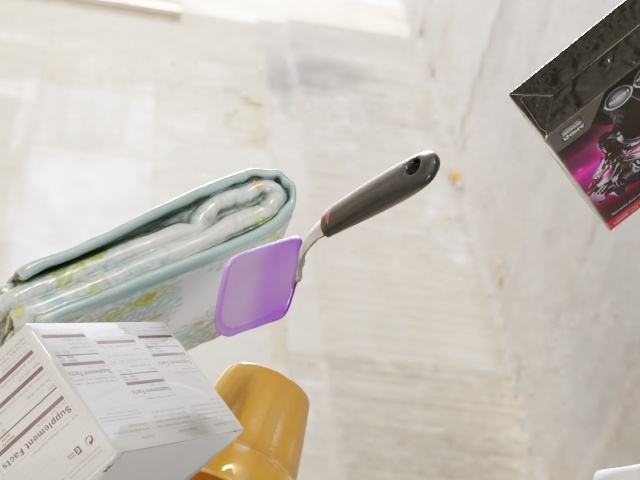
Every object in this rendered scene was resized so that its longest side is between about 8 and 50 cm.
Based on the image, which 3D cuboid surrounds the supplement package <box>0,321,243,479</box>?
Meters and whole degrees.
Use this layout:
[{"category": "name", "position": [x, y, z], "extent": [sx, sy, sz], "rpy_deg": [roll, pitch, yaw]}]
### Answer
[{"category": "supplement package", "position": [-0.233, 0.194, 1.397], "extent": [0.204, 0.145, 0.262], "rpy_deg": [-42, -17, 14]}]

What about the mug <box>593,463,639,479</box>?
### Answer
[{"category": "mug", "position": [0.500, 0.262, 1.755], "extent": [0.374, 0.328, 0.276], "rpy_deg": [-19, 77, 38]}]

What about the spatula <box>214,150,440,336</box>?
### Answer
[{"category": "spatula", "position": [0.000, 0.000, 1.150], "extent": [0.296, 0.030, 0.084], "rpy_deg": [-36, 36, 51]}]

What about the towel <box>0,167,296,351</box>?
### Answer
[{"category": "towel", "position": [-0.221, 0.069, 1.767], "extent": [0.090, 0.374, 0.320], "rpy_deg": [60, 152, 16]}]

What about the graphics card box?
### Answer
[{"category": "graphics card box", "position": [0.415, -0.168, 2.012], "extent": [0.094, 0.232, 0.371], "rpy_deg": [56, -172, 30]}]

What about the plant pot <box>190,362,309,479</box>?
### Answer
[{"category": "plant pot", "position": [-0.104, 0.274, 1.987], "extent": [0.205, 0.205, 0.188], "rpy_deg": [113, -178, -58]}]
